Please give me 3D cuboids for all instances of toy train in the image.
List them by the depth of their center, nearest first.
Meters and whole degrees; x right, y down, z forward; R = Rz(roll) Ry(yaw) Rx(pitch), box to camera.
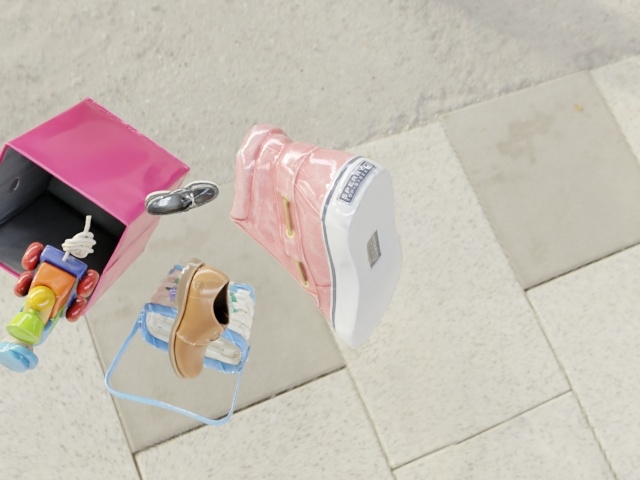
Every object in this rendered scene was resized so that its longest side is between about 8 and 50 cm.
[{"bbox_3d":[-0.380,0.077,1.054,0.105,0.248,0.143,28,50,-11],"label":"toy train"}]

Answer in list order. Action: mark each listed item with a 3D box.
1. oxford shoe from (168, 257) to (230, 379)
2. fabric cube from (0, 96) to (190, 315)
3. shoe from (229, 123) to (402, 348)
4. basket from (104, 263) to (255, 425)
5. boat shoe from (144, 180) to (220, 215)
[{"bbox_3d":[-0.173,0.130,1.121,0.076,0.212,0.076,21,35,12],"label":"oxford shoe"},{"bbox_3d":[-0.450,-0.068,1.453,0.254,0.259,0.258,33,32,-3],"label":"fabric cube"},{"bbox_3d":[0.000,0.000,0.469,0.081,0.178,0.063,27,65,21],"label":"shoe"},{"bbox_3d":[-0.265,0.206,1.537,0.255,0.201,0.289,16,62,1],"label":"basket"},{"bbox_3d":[-0.228,-0.068,1.267,0.125,0.038,0.046,-8,117,-6],"label":"boat shoe"}]
